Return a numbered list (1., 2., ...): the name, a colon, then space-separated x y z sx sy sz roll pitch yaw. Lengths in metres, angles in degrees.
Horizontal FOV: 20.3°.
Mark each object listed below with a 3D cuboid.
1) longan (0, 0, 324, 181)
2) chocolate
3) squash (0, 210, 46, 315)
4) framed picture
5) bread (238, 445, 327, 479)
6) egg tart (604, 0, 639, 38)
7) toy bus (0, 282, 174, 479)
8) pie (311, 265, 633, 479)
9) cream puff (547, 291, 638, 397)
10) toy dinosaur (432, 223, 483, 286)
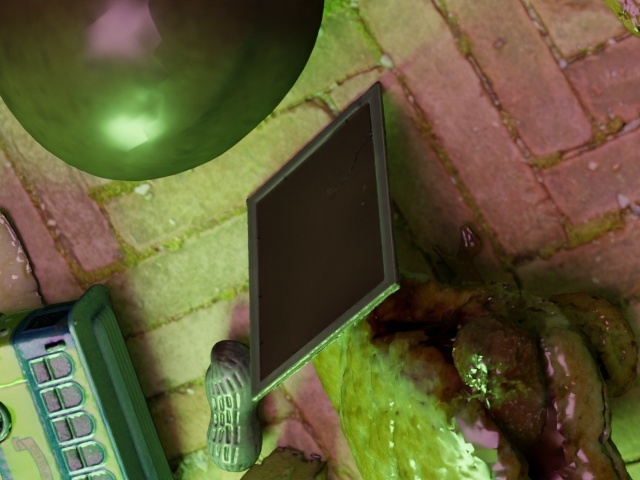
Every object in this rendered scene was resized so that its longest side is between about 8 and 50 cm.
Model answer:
1. longan: -0.172 -0.230 1.821 0.360 0.361 0.361 10 113 24
2. chocolate: -0.100 0.193 2.078 0.072 0.072 0.167 12 113 23
3. squash: -0.456 0.105 2.184 0.204 0.155 0.237 -13 101 32
4. framed picture: 0.000 0.000 1.863 0.018 0.293 0.231 28 129 -29
5. bread: -0.069 0.387 2.043 0.111 0.239 0.246 10 115 17
6. egg tart: 0.377 -0.293 1.629 0.290 0.115 0.290 11 115 25
7. toy bus: -0.298 0.228 2.124 0.190 0.152 0.312 -16 101 13
8. pie: 0.137 0.200 1.854 0.418 0.180 0.395 12 124 59
9. cream puff: 0.271 0.108 1.837 0.119 0.104 0.133 45 146 32
10. toy dinosaur: 0.165 0.074 1.919 0.162 0.039 0.126 48 121 2
